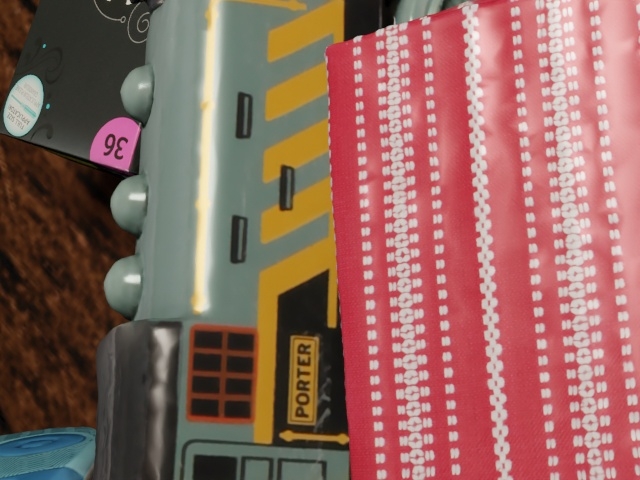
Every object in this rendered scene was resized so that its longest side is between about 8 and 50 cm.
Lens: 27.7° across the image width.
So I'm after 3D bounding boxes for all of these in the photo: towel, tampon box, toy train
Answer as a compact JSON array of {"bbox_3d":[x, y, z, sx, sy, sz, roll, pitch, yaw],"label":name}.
[{"bbox_3d":[0.130,0.000,0.398,0.274,0.031,0.199,-11,74,28],"label":"towel"},{"bbox_3d":[-0.082,-0.110,0.705,0.120,0.101,0.161,16,87,42],"label":"tampon box"},{"bbox_3d":[0.000,0.000,0.581,0.142,0.190,0.334,147,127,-69],"label":"toy train"}]

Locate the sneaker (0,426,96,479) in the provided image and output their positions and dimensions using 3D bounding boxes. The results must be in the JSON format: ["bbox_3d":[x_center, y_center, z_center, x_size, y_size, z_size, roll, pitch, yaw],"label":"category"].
[{"bbox_3d":[-0.149,0.216,0.615,0.127,0.319,0.208,-9,98,-4],"label":"sneaker"}]
